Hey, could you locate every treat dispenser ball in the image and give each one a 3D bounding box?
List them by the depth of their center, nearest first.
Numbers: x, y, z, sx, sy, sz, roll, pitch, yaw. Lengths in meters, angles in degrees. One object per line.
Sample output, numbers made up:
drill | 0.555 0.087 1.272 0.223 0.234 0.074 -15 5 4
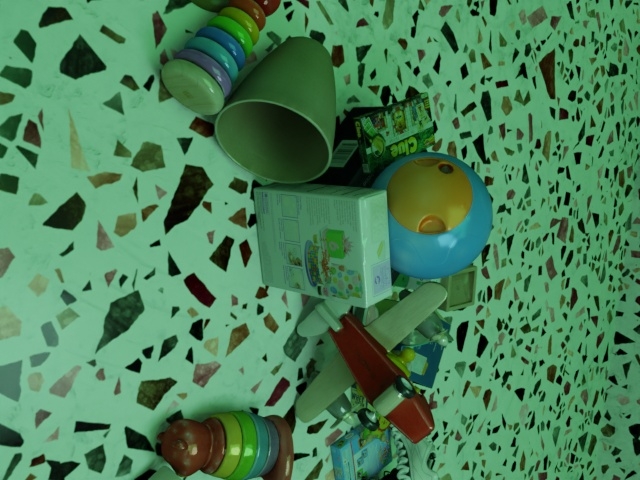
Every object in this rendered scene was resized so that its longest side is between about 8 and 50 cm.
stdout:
treat dispenser ball | 0.243 -0.056 1.601 0.288 0.288 0.289 -9 102 -45

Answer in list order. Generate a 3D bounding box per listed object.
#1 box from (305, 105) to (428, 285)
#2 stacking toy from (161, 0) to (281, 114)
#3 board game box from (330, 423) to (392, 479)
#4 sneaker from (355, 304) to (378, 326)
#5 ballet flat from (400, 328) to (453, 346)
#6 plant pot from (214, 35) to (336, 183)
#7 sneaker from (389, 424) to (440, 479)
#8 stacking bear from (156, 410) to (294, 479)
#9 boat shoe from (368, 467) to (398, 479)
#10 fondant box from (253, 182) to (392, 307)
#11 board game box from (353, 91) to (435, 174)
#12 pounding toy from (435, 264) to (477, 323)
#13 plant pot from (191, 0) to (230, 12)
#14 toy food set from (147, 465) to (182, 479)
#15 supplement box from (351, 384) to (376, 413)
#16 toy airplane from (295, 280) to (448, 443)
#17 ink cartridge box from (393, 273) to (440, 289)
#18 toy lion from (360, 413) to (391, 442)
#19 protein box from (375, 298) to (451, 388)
box | 0.133 -0.116 1.814 0.343 0.178 0.313 -56 131 -24
stacking toy | -0.188 -0.424 1.468 0.141 0.141 0.330 48 61 -39
board game box | 0.121 0.607 2.013 0.211 0.039 0.160 -22 112 -41
sneaker | 0.122 0.234 1.947 0.070 0.051 0.134 33 68 -38
ballet flat | 0.293 0.249 1.917 0.213 0.072 0.068 4 88 -44
plant pot | -0.069 -0.312 1.558 0.256 0.256 0.274 47 47 -39
sneaker | 0.270 0.585 2.034 0.110 0.118 0.292 55 20 -46
stacking bear | -0.218 0.460 1.568 0.288 0.175 0.164 15 87 -38
boat shoe | 0.222 0.728 2.073 0.340 0.127 0.113 45 55 -44
fondant box | 0.000 0.000 1.587 0.096 0.330 0.239 -18 110 -43
board game box | 0.183 -0.261 1.699 0.259 0.030 0.136 -28 116 -39
pounding toy | 0.373 0.170 2.175 0.206 0.094 0.181 -9 108 -35
plant pot | -0.219 -0.603 1.484 0.236 0.032 0.237 -9 103 -46
toy food set | -0.355 0.662 1.512 0.219 0.092 0.306 -41 131 -35
supplement box | 0.133 0.440 1.987 0.083 0.056 0.083 -6 101 -45
toy airplane | 0.128 0.290 1.766 0.272 0.385 0.385 25 68 -55
ink cartridge box | 0.253 0.021 1.957 0.056 0.180 0.225 0 96 -49
toy lion | 0.164 0.515 1.982 0.100 0.034 0.096 14 94 -46
protein box | 0.242 0.293 2.019 0.201 0.135 0.200 30 75 -44
